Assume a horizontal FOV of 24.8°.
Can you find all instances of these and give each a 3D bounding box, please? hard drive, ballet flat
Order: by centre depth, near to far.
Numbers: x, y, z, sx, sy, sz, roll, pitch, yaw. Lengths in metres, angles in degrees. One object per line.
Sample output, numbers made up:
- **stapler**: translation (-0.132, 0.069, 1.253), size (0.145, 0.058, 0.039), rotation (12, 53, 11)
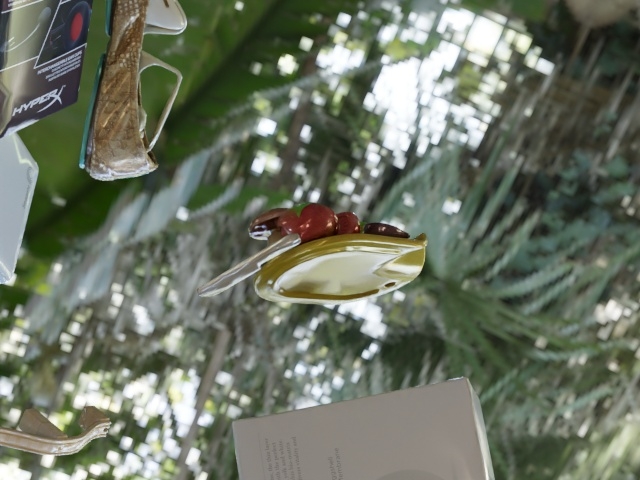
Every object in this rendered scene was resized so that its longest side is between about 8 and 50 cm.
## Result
- **ballet flat**: translation (-0.135, -0.145, 1.084), size (0.067, 0.206, 0.073), rotation (8, -164, -7)
- **hard drive**: translation (-0.522, -0.131, 2.136), size (0.047, 0.353, 0.233), rotation (-5, -128, 14)

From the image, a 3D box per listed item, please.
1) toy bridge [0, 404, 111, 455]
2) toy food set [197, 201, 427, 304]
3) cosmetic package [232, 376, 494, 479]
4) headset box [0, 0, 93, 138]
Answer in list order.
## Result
- **toy bridge**: translation (-0.292, 0.203, 1.536), size (0.063, 0.026, 0.188), rotation (33, -164, 34)
- **toy food set**: translation (0.000, 0.000, 1.302), size (0.218, 0.128, 0.071), rotation (7, -121, -44)
- **cosmetic package**: translation (0.053, 0.264, 1.347), size (0.224, 0.224, 0.138), rotation (-11, 164, 8)
- **headset box**: translation (-0.257, -0.246, 0.971), size (0.218, 0.293, 0.110), rotation (26, -147, 18)
